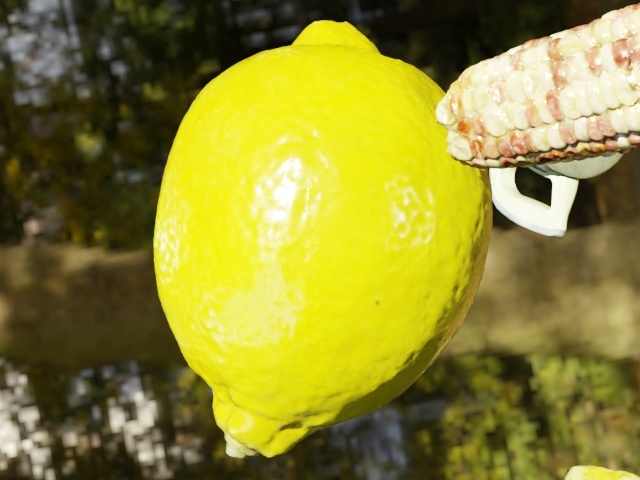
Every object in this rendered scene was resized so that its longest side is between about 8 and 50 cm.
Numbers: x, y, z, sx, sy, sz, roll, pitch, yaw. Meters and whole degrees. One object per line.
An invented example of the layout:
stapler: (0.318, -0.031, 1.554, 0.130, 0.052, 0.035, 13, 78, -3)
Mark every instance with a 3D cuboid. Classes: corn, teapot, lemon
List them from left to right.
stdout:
lemon: (0.000, 0.000, 0.972, 0.184, 0.184, 0.248, 51, -131, -80)
teapot: (0.184, -0.091, 1.408, 0.108, 0.111, 0.149, 18, 129, 57)
corn: (0.168, -0.085, 0.843, 0.079, 0.237, 0.079, -14, -90, -68)

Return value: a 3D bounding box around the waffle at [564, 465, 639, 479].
waffle: (0.169, 0.306, 1.162, 0.297, 0.073, 0.317, -1, 77, 57)
